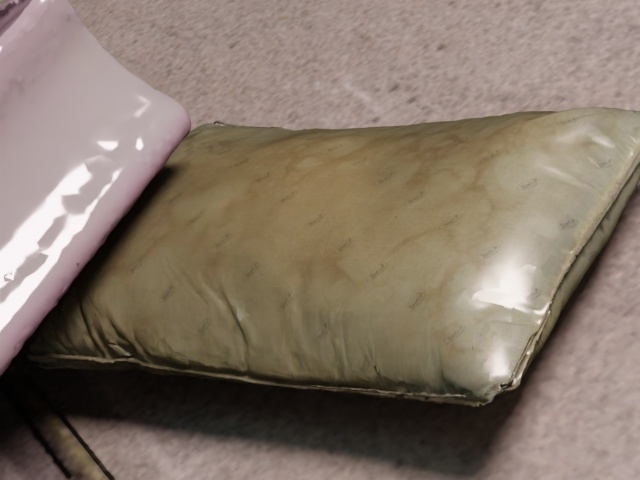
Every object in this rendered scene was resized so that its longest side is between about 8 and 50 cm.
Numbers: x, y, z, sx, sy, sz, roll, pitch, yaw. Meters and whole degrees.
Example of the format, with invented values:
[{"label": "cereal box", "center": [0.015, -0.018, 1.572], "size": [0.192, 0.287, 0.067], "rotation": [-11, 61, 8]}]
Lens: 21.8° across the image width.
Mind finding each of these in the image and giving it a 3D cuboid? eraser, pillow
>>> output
[{"label": "eraser", "center": [-0.251, 0.060, 0.821], "size": [0.272, 0.122, 0.359], "rotation": [-17, 33, 53]}, {"label": "pillow", "center": [0.000, 0.000, 0.804], "size": [0.302, 0.075, 0.185], "rotation": [1, 44, 39]}]
